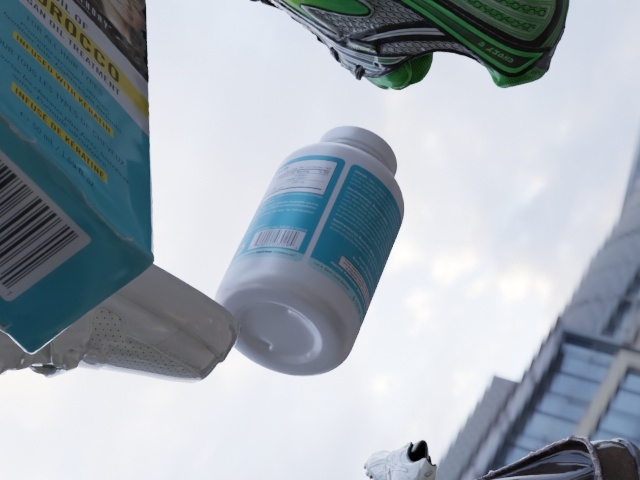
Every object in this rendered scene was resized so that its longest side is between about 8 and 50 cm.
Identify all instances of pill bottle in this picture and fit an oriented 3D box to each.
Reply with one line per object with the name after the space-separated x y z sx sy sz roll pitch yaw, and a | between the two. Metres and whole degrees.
0.000 0.000 1.521 0.146 0.146 0.264 75 -151 -41 | pill bottle

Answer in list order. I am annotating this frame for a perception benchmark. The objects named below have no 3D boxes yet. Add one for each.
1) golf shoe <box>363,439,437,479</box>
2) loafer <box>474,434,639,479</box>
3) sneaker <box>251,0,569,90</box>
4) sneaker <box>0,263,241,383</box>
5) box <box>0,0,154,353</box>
0.104 0.271 1.752 0.086 0.069 0.176 -59 14 4 | golf shoe
0.120 0.272 1.256 0.130 0.366 0.134 27 -141 -32 | loafer
0.014 -0.182 1.096 0.134 0.343 0.146 -40 -44 -61 | sneaker
-0.195 0.059 0.754 0.292 0.108 0.169 22 -109 -17 | sneaker
-0.119 -0.069 0.584 0.100 0.060 0.244 47 -164 -28 | box
